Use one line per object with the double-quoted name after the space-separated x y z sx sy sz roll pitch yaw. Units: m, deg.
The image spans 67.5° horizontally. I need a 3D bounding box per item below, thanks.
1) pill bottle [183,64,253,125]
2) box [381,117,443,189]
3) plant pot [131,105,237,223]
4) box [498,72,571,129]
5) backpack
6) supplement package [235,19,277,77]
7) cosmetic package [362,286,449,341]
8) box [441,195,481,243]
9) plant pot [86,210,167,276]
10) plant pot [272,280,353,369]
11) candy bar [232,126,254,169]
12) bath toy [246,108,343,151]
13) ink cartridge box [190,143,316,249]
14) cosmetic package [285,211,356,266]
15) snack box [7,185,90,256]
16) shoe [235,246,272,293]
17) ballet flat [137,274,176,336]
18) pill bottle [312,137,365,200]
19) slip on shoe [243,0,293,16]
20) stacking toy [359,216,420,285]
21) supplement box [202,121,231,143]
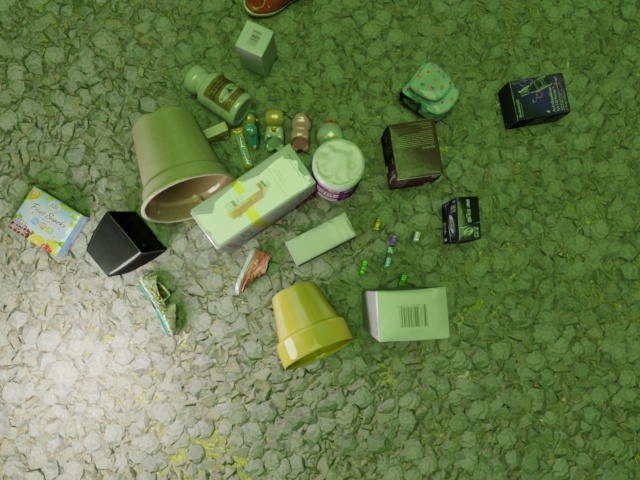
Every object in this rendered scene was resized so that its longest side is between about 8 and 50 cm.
-0.372 -0.530 1.736 0.229 0.131 0.131 35 85 2 "pill bottle"
0.322 -0.305 1.707 0.166 0.168 0.203 -8 84 -2 "box"
-0.490 -0.269 1.634 0.333 0.334 0.306 -24 77 -3 "plant pot"
0.783 -0.510 1.762 0.206 0.108 0.153 -11 86 -2 "box"
0.407 -0.537 1.744 0.188 0.144 0.166 39 80 0 "backpack"
-0.228 -0.686 1.728 0.105 0.179 0.105 24 85 1 "supplement package"
0.259 0.229 1.553 0.217 0.385 0.156 -3 86 -3 "cosmetic package"
0.490 -0.067 1.682 0.077 0.180 0.148 -2 86 -2 "box"
-0.689 0.021 1.667 0.167 0.187 0.188 -41 87 8 "plant pot"
-0.047 0.278 1.627 0.253 0.254 0.239 -23 70 -3 "plant pot"
-0.285 -0.341 1.778 0.040 0.018 0.162 -18 85 -2 "candy bar"
-0.089 -0.405 1.738 0.347 0.151 0.129 5 50 -1 "bath toy"
-0.214 -0.129 1.631 0.384 0.279 0.160 -34 88 -3 "ink cartridge box"
0.000 0.000 1.698 0.237 0.127 0.107 -30 86 -1 "cosmetic package"
-0.972 -0.067 1.718 0.207 0.070 0.175 32 86 1 "snack box"
-0.237 0.118 1.714 0.081 0.063 0.178 21 81 6 "shoe"
-0.559 0.223 1.696 0.077 0.091 0.241 -29 90 -25 "ballet flat"
0.054 -0.225 1.629 0.169 0.301 0.170 0 84 -1 "pill bottle"
-0.137 -0.943 1.792 0.331 0.101 0.123 -22 87 -1 "slip on shoe"
0.252 0.041 1.738 0.166 0.052 0.221 18 87 3 "stacking toy"
-0.385 -0.394 1.759 0.098 0.062 0.036 -24 87 -4 "supplement box"
